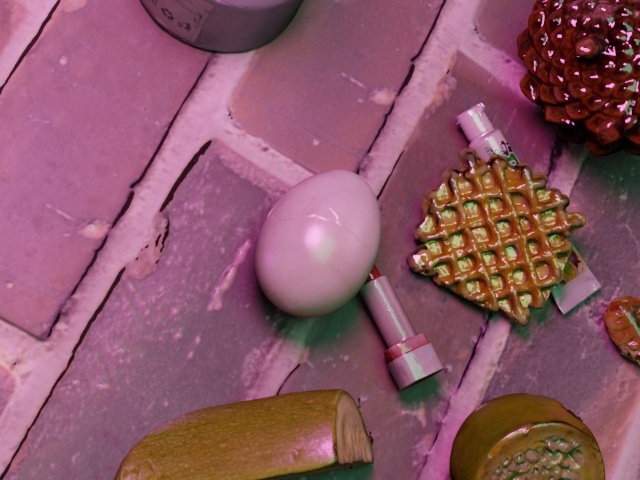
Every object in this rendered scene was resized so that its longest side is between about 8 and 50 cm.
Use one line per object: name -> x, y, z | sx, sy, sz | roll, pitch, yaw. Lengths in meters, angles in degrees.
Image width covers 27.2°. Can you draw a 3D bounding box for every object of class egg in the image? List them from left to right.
egg -> 0.000, 0.000, 1.689 | 0.151, 0.151, 0.209 | 30, 64, -9

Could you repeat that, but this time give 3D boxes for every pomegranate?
pomegranate -> 0.253, 0.308, 1.698 | 0.190, 0.159, 0.240 | -6, 105, -13

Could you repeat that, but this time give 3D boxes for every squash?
squash -> -0.097, 0.256, 1.647 | 0.289, 0.203, 0.111 | -14, 78, 13

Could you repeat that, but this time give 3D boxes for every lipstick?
lipstick -> 0.092, 0.101, 1.748 | 0.063, 0.057, 0.186 | -21, 77, -23

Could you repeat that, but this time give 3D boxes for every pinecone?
pinecone -> 0.434, -0.258, 1.869 | 0.296, 0.242, 0.298 | -5, 75, -30

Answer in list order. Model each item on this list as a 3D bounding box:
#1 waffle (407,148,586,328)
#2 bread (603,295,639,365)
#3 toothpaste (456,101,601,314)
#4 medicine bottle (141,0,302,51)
waffle -> 0.239, -0.013, 1.811 | 0.223, 0.054, 0.204 | 27, 88, -3
bread -> 0.441, 0.129, 1.858 | 0.066, 0.060, 0.110 | -32, 87, 7
toothpaste -> 0.286, -0.048, 1.863 | 0.058, 0.056, 0.314 | -32, 90, 19
medicine bottle -> -0.100, -0.403, 1.693 | 0.245, 0.290, 0.245 | 5, 74, -18
